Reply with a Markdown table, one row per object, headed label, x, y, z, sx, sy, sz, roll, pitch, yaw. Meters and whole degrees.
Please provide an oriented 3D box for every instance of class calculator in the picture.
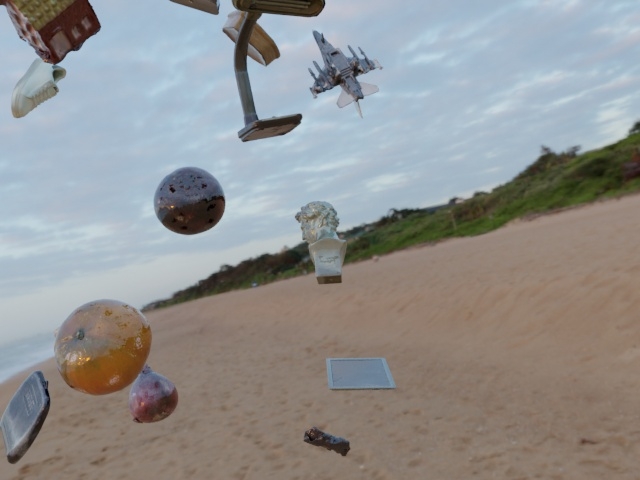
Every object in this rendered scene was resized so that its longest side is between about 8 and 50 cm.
| label | x | y | z | sx | sy | sz | roll | pitch | yaw |
| --- | --- | --- | --- | --- | --- | --- | --- | --- | --- |
| calculator | -0.841 | 0.498 | 1.665 | 0.040 | 0.177 | 0.268 | 22 | -71 | -49 |

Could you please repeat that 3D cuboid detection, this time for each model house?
| label | x | y | z | sx | sy | sz | roll | pitch | yaw |
| --- | --- | --- | --- | --- | --- | --- | --- | --- | --- |
| model house | -0.735 | -0.639 | 1.552 | 0.196 | 0.160 | 0.254 | -48 | -15 | -21 |

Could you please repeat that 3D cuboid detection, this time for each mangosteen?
| label | x | y | z | sx | sy | sz | roll | pitch | yaw |
| --- | --- | --- | --- | --- | --- | --- | --- | --- | --- |
| mangosteen | -0.430 | -0.111 | 1.923 | 0.235 | 0.235 | 0.261 | -13 | -31 | -15 |

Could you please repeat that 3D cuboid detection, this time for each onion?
| label | x | y | z | sx | sy | sz | roll | pitch | yaw |
| --- | --- | --- | --- | --- | --- | --- | --- | --- | --- |
| onion | -0.554 | 0.496 | 1.910 | 0.159 | 0.195 | 0.159 | -19 | -30 | -12 |

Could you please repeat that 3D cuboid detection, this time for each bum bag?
| label | x | y | z | sx | sy | sz | roll | pitch | yaw |
| --- | --- | --- | --- | --- | --- | --- | --- | --- | --- |
| bum bag | 0.018 | 0.508 | 1.474 | 0.124 | 0.058 | 0.034 | 22 | 29 | -8 |

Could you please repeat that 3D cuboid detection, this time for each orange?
| label | x | y | z | sx | sy | sz | roll | pitch | yaw |
| --- | --- | --- | --- | --- | --- | --- | --- | --- | --- |
| orange | -0.521 | 0.247 | 1.381 | 0.240 | 0.240 | 0.171 | -14 | -32 | 18 |

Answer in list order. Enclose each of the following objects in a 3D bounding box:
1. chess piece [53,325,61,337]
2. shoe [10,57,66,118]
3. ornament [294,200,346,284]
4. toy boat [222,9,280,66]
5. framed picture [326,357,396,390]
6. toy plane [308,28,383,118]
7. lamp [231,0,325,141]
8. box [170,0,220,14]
| label | x | y | z | sx | sy | sz | roll | pitch | yaw |
| --- | --- | --- | --- | --- | --- | --- | --- | --- | --- |
| chess piece | -0.673 | 0.319 | 1.618 | 0.094 | 0.170 | 0.094 | -21 | -20 | -8 |
| shoe | -0.963 | -0.520 | 1.999 | 0.110 | 0.265 | 0.095 | 12 | -31 | -8 |
| ornament | 0.014 | -0.002 | 1.743 | 0.130 | 0.285 | 0.120 | -14 | -36 | -7 |
| toy boat | -0.199 | -0.588 | 1.719 | 0.188 | 0.061 | 0.116 | 39 | -10 | -33 |
| framed picture | 0.139 | 0.484 | 2.108 | 0.232 | 0.019 | 0.296 | 0 | 9 | 0 |
| toy plane | 0.035 | -0.362 | 1.196 | 0.160 | 0.234 | 0.082 | -26 | -12 | -7 |
| lamp | -0.079 | -0.344 | 1.148 | 0.203 | 0.283 | 0.124 | -12 | 17 | -26 |
| box | -0.293 | -0.562 | 1.339 | 0.126 | 0.031 | 0.091 | 15 | 1 | -5 |
